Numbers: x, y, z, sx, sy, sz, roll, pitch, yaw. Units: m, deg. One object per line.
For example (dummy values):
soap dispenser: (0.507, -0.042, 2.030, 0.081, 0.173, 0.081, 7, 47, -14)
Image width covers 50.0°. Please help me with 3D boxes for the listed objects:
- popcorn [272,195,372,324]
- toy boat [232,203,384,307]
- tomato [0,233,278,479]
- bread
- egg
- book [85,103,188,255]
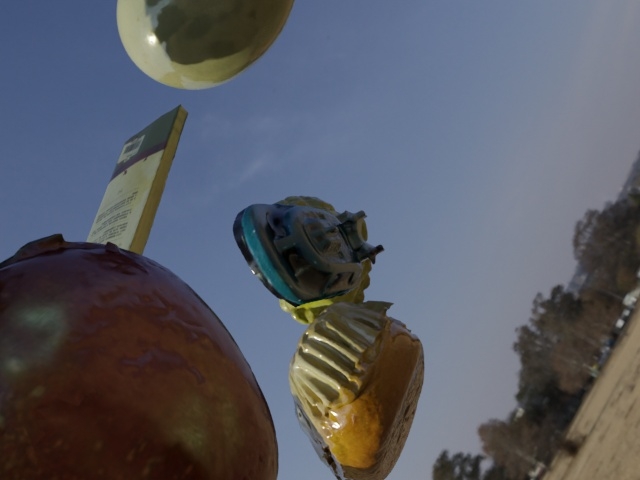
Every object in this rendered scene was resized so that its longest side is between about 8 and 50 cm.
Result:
popcorn: (-0.016, 0.021, 1.330, 0.235, 0.242, 0.250, -48, -27, -42)
toy boat: (0.000, 0.000, 0.856, 0.092, 0.134, 0.299, -32, -9, 15)
tomato: (-0.167, 0.155, 0.434, 0.303, 0.239, 0.303, -49, 10, 12)
bread: (0.068, 0.252, 1.077, 0.236, 0.183, 0.388, -50, -28, -14)
egg: (-0.137, -0.299, 0.857, 0.254, 0.188, 0.189, -33, -14, 23)
book: (-0.297, -0.060, 1.055, 0.026, 0.201, 0.289, 30, -120, -34)
